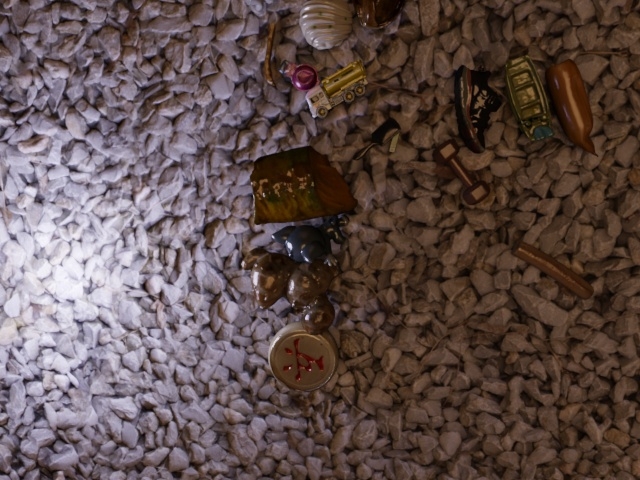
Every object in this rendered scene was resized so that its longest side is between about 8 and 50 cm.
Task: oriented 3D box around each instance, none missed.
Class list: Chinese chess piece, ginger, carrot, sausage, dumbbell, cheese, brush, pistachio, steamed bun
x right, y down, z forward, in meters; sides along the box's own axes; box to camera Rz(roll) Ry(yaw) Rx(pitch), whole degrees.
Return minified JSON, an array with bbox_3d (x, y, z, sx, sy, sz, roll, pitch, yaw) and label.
[{"bbox_3d":[-0.059,0.404,1.970,0.249,0.103,0.250,1,98,5],"label":"Chinese chess piece"},{"bbox_3d":[-0.102,0.146,1.904,0.375,0.176,0.256,24,78,10],"label":"ginger"},{"bbox_3d":[-0.065,-0.182,1.841,0.340,0.241,0.242,-10,95,8],"label":"carrot"},{"bbox_3d":[0.811,-0.415,1.799,0.112,0.112,0.328,-21,94,7],"label":"sausage"},{"bbox_3d":[0.468,-0.225,1.864,0.082,0.092,0.231,-36,91,36],"label":"dumbbell"},{"bbox_3d":[0.780,0.098,1.879,0.301,0.066,0.066,32,98,0],"label":"sausage"},{"bbox_3d":[-0.071,-0.560,1.903,0.145,0.038,0.095,30,97,2],"label":"cheese"},{"bbox_3d":[0.186,-0.336,1.907,0.193,0.016,0.063,-41,68,14],"label":"brush"},{"bbox_3d":[0.191,-0.781,1.813,0.165,0.130,0.210,26,82,10],"label":"pistachio"},{"bbox_3d":[0.016,-0.719,1.846,0.182,0.106,0.183,1,95,7],"label":"steamed bun"}]

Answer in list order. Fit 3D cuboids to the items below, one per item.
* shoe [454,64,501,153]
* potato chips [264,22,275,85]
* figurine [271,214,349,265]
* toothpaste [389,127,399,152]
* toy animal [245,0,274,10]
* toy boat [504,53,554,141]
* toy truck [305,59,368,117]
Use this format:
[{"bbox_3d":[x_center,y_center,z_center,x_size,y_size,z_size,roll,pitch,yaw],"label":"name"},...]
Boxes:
[{"bbox_3d":[0.517,-0.429,1.831,0.137,0.114,0.291,-6,92,1],"label":"shoe"},{"bbox_3d":[-0.170,-0.632,1.912,0.037,0.026,0.204,2,95,2],"label":"potato chips"},{"bbox_3d":[0.003,-0.004,1.857,0.265,0.140,0.193,-34,56,-16],"label":"figurine"},{"bbox_3d":[0.252,-0.339,1.906,0.020,0.017,0.083,15,97,6],"label":"toothpaste"},{"bbox_3d":[-0.156,-0.853,1.866,0.220,0.131,0.104,-25,58,-17],"label":"toy animal"},{"bbox_3d":[0.674,-0.455,1.826,0.111,0.084,0.276,-20,91,10],"label":"toy boat"},{"bbox_3d":[0.057,-0.498,1.866,0.226,0.098,0.114,-29,98,8],"label":"toy truck"}]
